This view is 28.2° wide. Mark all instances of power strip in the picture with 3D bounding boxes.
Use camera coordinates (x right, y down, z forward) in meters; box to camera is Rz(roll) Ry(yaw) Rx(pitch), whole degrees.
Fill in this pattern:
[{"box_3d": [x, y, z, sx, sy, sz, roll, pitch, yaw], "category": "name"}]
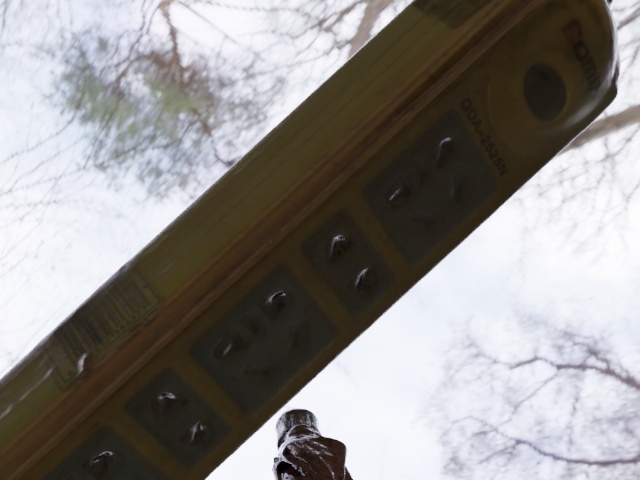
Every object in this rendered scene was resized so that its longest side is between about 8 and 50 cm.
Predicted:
[{"box_3d": [0.000, 0.000, 0.540, 0.387, 0.066, 0.092, -44, -49, -6], "category": "power strip"}]

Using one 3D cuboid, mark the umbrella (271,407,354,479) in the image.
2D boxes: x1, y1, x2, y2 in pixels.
[{"box_3d": [-0.005, 0.277, 1.364, 0.094, 0.326, 0.090, 11, -70, -10], "category": "umbrella"}]
